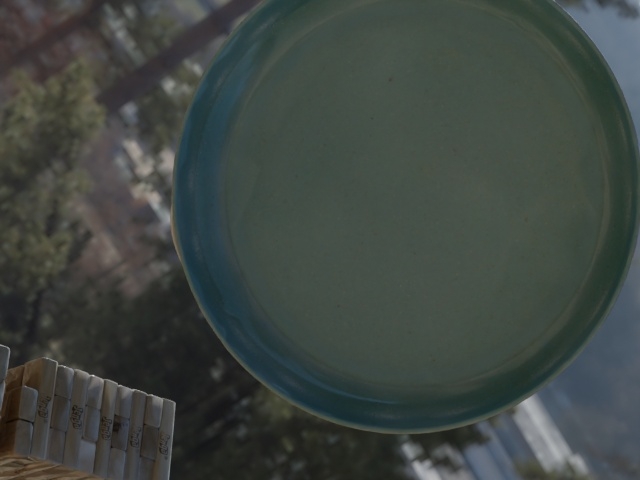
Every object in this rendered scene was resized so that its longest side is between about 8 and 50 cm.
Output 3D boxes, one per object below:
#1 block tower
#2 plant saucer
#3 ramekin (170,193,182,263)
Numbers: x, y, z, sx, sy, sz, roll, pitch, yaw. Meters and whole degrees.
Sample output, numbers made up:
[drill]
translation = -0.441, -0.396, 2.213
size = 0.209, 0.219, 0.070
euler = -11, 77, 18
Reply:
[block tower]
translation = -0.278, 0.142, 1.358
size = 0.335, 0.097, 0.091
euler = 25, 59, -40
[plant saucer]
translation = 0.055, -0.032, 1.079
size = 0.318, 0.317, 0.043
euler = 59, 14, 9
[ramekin]
translation = 0.000, 0.000, 1.298
size = 0.273, 0.127, 0.273
euler = 29, -34, 22
